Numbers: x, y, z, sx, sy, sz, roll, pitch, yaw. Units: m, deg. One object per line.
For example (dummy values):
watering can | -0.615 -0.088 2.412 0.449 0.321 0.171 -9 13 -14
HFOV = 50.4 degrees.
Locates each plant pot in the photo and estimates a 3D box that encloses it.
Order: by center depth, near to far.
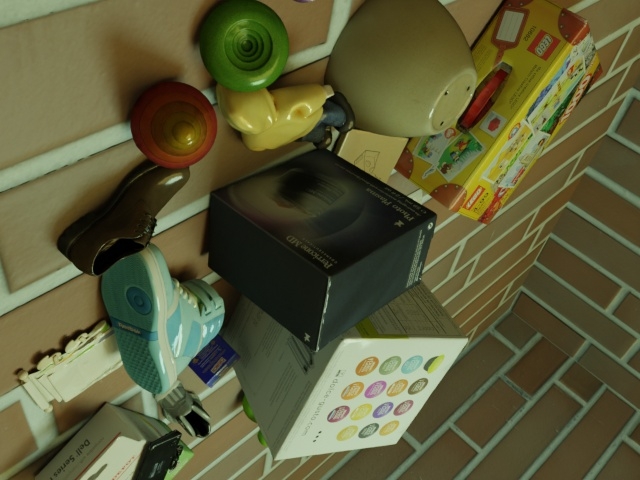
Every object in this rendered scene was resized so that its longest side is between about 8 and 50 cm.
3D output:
plant pot | 0.172 -0.300 1.252 0.284 0.191 0.284 -37 153 -23

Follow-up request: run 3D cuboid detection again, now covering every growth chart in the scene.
growth chart | -0.410 0.211 1.205 0.237 0.021 0.172 -33 150 -33

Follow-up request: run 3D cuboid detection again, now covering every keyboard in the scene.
keyboard | -0.334 0.461 1.403 0.108 0.023 0.180 -11 134 -48

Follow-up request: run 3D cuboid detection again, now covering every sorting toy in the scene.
sorting toy | -0.105 -0.240 0.900 0.127 0.126 0.365 41 89 -23

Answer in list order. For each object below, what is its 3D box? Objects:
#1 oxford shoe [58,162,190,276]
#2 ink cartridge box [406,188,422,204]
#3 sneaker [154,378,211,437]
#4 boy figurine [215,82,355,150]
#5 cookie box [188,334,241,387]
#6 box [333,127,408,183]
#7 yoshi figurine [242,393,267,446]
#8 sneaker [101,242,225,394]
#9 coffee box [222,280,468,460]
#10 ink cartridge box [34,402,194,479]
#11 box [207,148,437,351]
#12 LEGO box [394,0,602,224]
oxford shoe | -0.269 -0.031 1.012 0.227 0.096 0.083 -46 153 -11
ink cartridge box | 0.218 -0.049 1.882 0.145 0.045 0.179 -29 130 -37
sneaker | -0.292 0.405 1.538 0.086 0.132 0.228 -43 154 -14
boy figurine | -0.067 -0.201 1.110 0.177 0.092 0.285 -33 163 34
cookie box | -0.237 0.240 1.429 0.092 0.107 0.040 -45 155 -9
box | 0.083 -0.147 1.455 0.164 0.021 0.201 2 126 -34
yoshi figurine | -0.099 0.361 1.818 0.362 0.204 0.203 -64 -164 -1
sneaker | -0.262 0.095 1.194 0.208 0.127 0.319 -45 150 -45
coffee box | 0.038 0.215 1.466 0.334 0.338 0.337 6 124 -36
ink cartridge box | -0.431 0.462 1.406 0.207 0.119 0.353 -47 156 -9
box | 0.000 0.000 1.242 0.294 0.296 0.182 -29 141 -38
LEGO box | 0.451 -0.309 1.696 0.500 0.193 0.372 -56 155 13
